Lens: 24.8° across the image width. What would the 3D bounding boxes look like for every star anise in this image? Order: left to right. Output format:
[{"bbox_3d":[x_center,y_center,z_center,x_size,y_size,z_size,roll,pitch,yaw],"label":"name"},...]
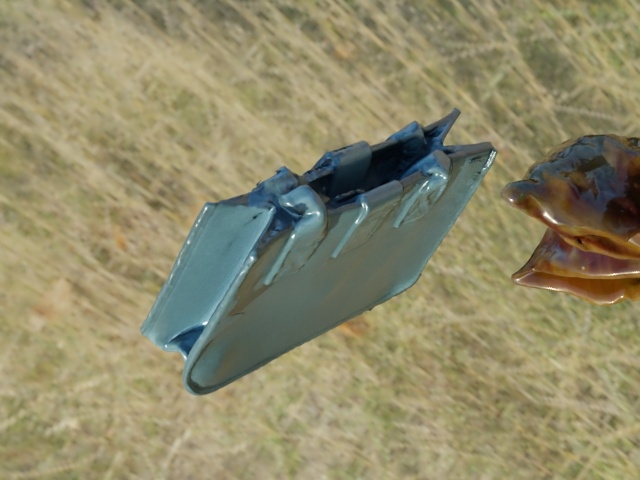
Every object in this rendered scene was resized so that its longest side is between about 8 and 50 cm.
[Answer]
[{"bbox_3d":[0.189,0.001,0.686,0.212,0.196,0.111,-3,37,19],"label":"star anise"}]

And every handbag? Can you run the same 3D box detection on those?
[{"bbox_3d":[0.000,0.000,0.952,0.062,0.229,0.179,50,138,18],"label":"handbag"}]
